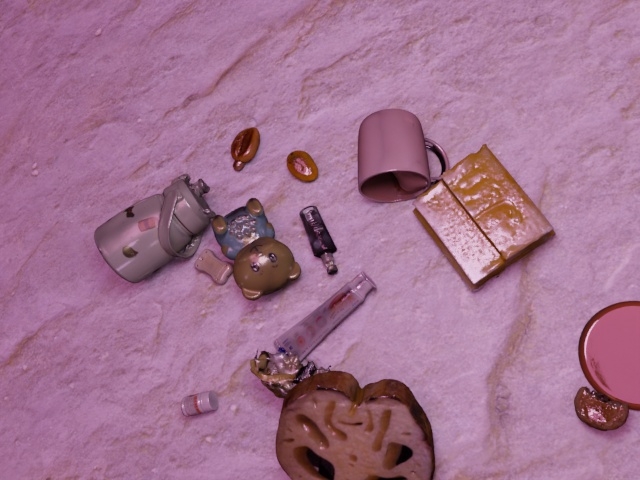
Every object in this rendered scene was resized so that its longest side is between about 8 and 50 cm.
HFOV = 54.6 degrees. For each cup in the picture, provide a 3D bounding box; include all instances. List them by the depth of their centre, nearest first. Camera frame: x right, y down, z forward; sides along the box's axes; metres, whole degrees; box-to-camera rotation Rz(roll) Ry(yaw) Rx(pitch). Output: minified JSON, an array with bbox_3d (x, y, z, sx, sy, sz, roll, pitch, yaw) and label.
[{"bbox_3d":[0.224,-0.231,1.681,0.253,0.191,0.200,3,68,-10],"label":"cup"}]

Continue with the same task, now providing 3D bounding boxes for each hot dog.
[{"bbox_3d":[-0.233,-0.285,1.925,0.090,0.060,0.140,6,68,26],"label":"hot dog"}]

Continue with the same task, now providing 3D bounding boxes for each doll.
[{"bbox_3d":[-0.183,0.035,1.742,0.177,0.161,0.260,-27,62,-13],"label":"doll"}]

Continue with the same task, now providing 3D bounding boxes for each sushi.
[{"bbox_3d":[-0.047,0.372,1.610,0.291,0.139,0.131,17,74,14],"label":"sushi"}]

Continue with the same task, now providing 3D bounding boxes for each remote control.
[{"bbox_3d":[-0.318,0.078,1.848,0.122,0.032,0.074,32,86,27],"label":"remote control"}]

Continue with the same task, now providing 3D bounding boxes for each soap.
[{"bbox_3d":[0.405,-0.056,1.574,0.259,0.143,0.281,-38,69,8],"label":"soap"}]

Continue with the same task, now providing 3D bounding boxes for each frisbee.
[{"bbox_3d":[0.723,0.259,1.414,0.251,0.021,0.250,-6,72,17],"label":"frisbee"}]

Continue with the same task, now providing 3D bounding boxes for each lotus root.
[{"bbox_3d":[0.078,0.495,1.465,0.391,0.111,0.374,18,99,3],"label":"lotus root"}]

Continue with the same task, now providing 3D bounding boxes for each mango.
[{"bbox_3d":[-0.053,-0.220,1.837,0.114,0.057,0.079,43,87,18],"label":"mango"}]

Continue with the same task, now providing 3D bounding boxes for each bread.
[{"bbox_3d":[0.623,0.379,1.385,0.113,0.060,0.082,24,98,32],"label":"bread"}]

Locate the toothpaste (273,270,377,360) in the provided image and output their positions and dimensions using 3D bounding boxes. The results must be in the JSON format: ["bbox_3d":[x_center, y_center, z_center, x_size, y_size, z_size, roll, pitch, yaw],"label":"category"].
[{"bbox_3d":[0.013,0.210,1.670,0.323,0.066,0.100,-42,65,8],"label":"toothpaste"}]

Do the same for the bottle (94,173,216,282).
[{"bbox_3d":[-0.466,-0.038,1.851,0.352,0.229,0.229,-33,65,4],"label":"bottle"}]

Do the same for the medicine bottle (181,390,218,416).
[{"bbox_3d":[-0.336,0.453,1.720,0.089,0.057,0.057,-17,68,14],"label":"medicine bottle"}]

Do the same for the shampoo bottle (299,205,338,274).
[{"bbox_3d":[-0.001,0.001,1.740,0.057,0.063,0.207,-32,65,18],"label":"shampoo bottle"}]
